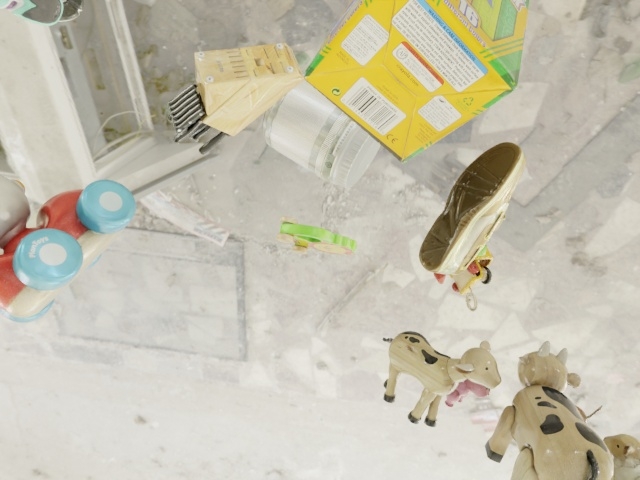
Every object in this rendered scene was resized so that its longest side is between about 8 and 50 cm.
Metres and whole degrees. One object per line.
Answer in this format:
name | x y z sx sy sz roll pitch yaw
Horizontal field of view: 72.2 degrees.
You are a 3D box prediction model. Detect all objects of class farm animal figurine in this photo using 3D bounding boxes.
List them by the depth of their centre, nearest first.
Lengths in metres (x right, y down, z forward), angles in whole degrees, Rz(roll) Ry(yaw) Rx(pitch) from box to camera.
farm animal figurine | 0.273 0.225 0.602 0.331 0.326 0.172 14 107 -11

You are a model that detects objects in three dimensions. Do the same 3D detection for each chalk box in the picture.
chalk box | 0.101 -0.208 0.415 0.132 0.213 0.132 36 144 -18

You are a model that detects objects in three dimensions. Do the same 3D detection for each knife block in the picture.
knife block | -0.190 -0.292 0.952 0.276 0.088 0.242 -14 160 -17

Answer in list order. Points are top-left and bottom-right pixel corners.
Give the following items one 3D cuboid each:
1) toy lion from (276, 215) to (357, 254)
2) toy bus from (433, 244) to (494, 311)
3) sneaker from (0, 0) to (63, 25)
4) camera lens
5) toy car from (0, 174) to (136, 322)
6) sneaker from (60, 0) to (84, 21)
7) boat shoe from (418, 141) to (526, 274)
toy lion | 0.000 0.000 0.598 0.096 0.100 0.034 7 77 18
toy bus | 0.371 0.049 1.083 0.105 0.191 0.202 -6 101 -16
sneaker | -0.242 -0.189 0.307 0.069 0.098 0.038 40 103 35
camera lens | 0.006 -0.288 1.139 0.274 0.219 0.219 33 121 12
toy car | -0.430 -0.034 0.617 0.238 0.210 0.219 44 137 -17
sneaker | -0.382 -0.314 0.491 0.209 0.094 0.081 30 88 -35
boat shoe | 0.145 -0.026 0.408 0.045 0.050 0.135 20 113 -32
